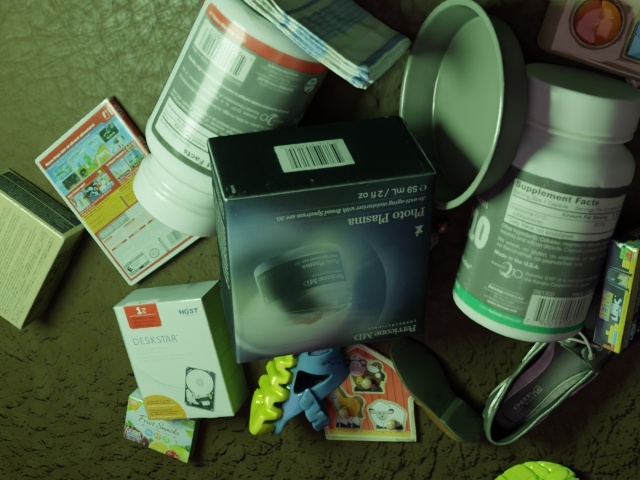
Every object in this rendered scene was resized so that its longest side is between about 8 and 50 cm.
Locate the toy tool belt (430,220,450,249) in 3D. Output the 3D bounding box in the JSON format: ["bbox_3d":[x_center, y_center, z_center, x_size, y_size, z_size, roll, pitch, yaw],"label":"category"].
[{"bbox_3d":[0.162,-0.010,1.487,0.051,0.052,0.083,37,123,-3],"label":"toy tool belt"}]

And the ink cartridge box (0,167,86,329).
[{"bbox_3d":[-0.567,0.016,1.723,0.193,0.088,0.235,36,118,4],"label":"ink cartridge box"}]

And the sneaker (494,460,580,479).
[{"bbox_3d":[0.326,0.483,1.606,0.295,0.109,0.123,-40,133,17],"label":"sneaker"}]

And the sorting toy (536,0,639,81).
[{"bbox_3d":[0.444,-0.371,1.243,0.229,0.041,0.307,22,110,16],"label":"sorting toy"}]

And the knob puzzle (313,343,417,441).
[{"bbox_3d":[0.074,0.270,1.637,0.213,0.030,0.213,7,112,17],"label":"knob puzzle"}]

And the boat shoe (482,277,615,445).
[{"bbox_3d":[0.376,0.204,1.472,0.112,0.095,0.335,37,117,2],"label":"boat shoe"}]

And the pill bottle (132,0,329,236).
[{"bbox_3d":[-0.142,-0.198,1.430,0.210,0.210,0.363,34,117,4],"label":"pill bottle"}]

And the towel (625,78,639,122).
[{"bbox_3d":[0.591,-0.137,1.304,0.237,0.037,0.329,-20,103,23],"label":"towel"}]

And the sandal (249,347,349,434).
[{"bbox_3d":[-0.010,0.204,1.595,0.138,0.126,0.317,19,110,-13],"label":"sandal"}]

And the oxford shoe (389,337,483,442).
[{"bbox_3d":[0.183,0.260,1.579,0.212,0.076,0.076,53,157,5],"label":"oxford shoe"}]

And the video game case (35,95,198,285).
[{"bbox_3d":[-0.351,-0.082,1.648,0.204,0.025,0.285,-33,97,26],"label":"video game case"}]

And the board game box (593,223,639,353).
[{"bbox_3d":[0.462,0.060,1.345,0.048,0.141,0.170,27,126,42],"label":"board game box"}]

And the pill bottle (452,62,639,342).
[{"bbox_3d":[0.324,-0.055,1.331,0.204,0.204,0.361,16,114,12],"label":"pill bottle"}]

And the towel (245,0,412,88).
[{"bbox_3d":[-0.008,-0.334,1.333,0.285,0.209,0.034,38,125,3],"label":"towel"}]

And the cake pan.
[{"bbox_3d":[0.197,-0.189,1.307,0.054,0.293,0.293,1,116,-22],"label":"cake pan"}]

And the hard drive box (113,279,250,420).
[{"bbox_3d":[-0.248,0.201,1.686,0.181,0.089,0.232,-8,107,21],"label":"hard drive box"}]

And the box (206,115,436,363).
[{"bbox_3d":[0.000,0.000,1.366,0.296,0.183,0.294,-8,127,-10],"label":"box"}]

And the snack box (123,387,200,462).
[{"bbox_3d":[-0.305,0.355,1.792,0.141,0.037,0.100,18,113,11],"label":"snack box"}]
